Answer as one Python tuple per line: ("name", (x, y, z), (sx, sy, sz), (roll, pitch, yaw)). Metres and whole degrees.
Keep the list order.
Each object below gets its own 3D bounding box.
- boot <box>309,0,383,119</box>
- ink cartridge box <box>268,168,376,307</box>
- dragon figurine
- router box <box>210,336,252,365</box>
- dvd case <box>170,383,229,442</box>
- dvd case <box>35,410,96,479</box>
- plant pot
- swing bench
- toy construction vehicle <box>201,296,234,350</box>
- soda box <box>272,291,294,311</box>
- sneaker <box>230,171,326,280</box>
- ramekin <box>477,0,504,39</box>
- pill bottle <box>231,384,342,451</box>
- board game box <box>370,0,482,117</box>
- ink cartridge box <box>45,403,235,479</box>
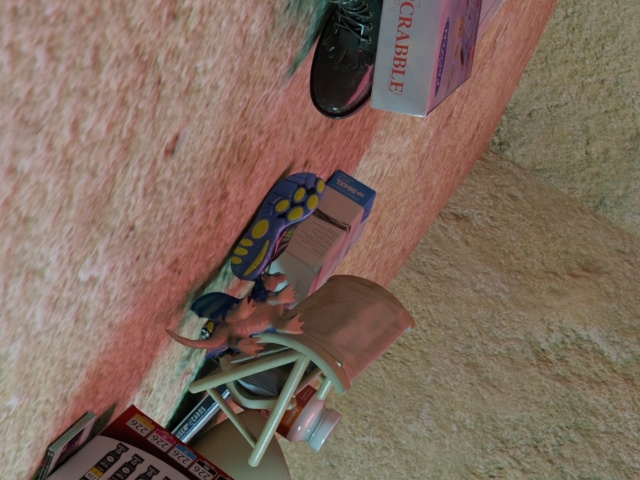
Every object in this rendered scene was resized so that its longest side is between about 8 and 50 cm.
("boot", (0.031, -0.265, 1.200), (0.229, 0.091, 0.263), (-13, 125, -76))
("ink cartridge box", (0.000, 0.000, 1.897), (0.203, 0.086, 0.148), (-50, 168, -32))
("dragon figurine", (-0.124, 0.114, 1.526), (0.144, 0.085, 0.289), (-7, -168, 45))
("router box", (-0.136, 0.158, 1.869), (0.122, 0.038, 0.092), (-56, 170, -2))
("dvd case", (-0.188, 0.284, 1.912), (0.239, 0.029, 0.179), (-47, 176, 24))
("dvd case", (-0.324, 0.276, 1.365), (0.119, 0.013, 0.087), (-61, 170, 32))
("plant pot", (-0.188, 0.497, 2.170), (0.190, 0.284, 0.284), (-13, 150, -23))
("swing bench", (-0.024, 0.181, 1.727), (0.254, 0.165, 0.253), (-44, 174, 33))
("toy construction vehicle", (-0.152, 0.139, 1.729), (0.086, 0.035, 0.098), (-52, 170, -29))
("soda box", (-0.099, 0.158, 2.005), (0.063, 0.058, 0.183), (-50, 167, -38))
("sneaker", (-0.065, -0.023, 1.580), (0.188, 0.067, 0.078), (-53, 180, -5))
("ramekin", (0.202, -0.393, 1.503), (0.273, 0.127, 0.273), (-55, 170, -15))
("pill bottle", (-0.069, 0.344, 2.290), (0.121, 0.216, 0.121), (-55, 171, -14))
("board game box", (0.139, -0.321, 1.217), (0.318, 0.065, 0.319), (-44, 142, -68))
("ink cartridge box", (-0.206, 0.396, 1.369), (0.130, 0.309, 0.272), (-61, 171, 30))
